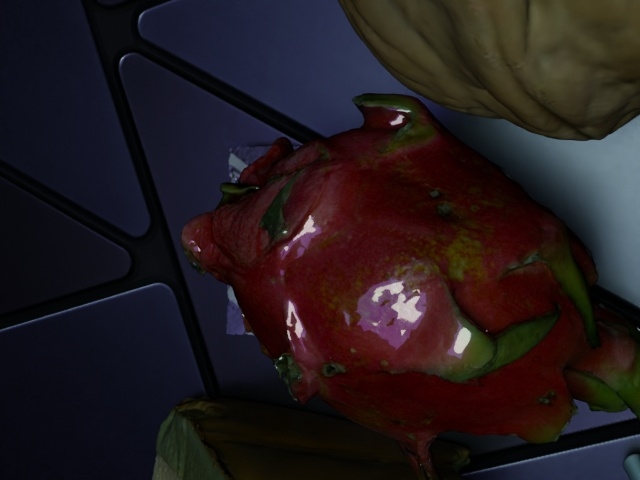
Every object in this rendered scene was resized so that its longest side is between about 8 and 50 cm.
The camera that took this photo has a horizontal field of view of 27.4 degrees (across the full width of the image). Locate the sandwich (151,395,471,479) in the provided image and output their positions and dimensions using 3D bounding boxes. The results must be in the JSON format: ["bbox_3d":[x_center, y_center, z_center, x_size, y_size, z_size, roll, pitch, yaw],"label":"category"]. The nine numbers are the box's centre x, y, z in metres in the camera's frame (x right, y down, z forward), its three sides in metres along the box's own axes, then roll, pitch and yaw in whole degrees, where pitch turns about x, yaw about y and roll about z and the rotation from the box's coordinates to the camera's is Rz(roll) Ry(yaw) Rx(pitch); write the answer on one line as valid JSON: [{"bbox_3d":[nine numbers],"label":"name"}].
[{"bbox_3d":[0.001,0.173,0.833,0.186,0.220,0.108,6,98,-21],"label":"sandwich"}]

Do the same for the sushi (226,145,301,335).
[{"bbox_3d":[0.000,0.000,0.849,0.120,0.026,0.126,2,91,15],"label":"sushi"}]

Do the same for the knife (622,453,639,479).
[{"bbox_3d":[0.226,0.229,0.808,0.015,0.028,0.210,-20,92,-13],"label":"knife"}]

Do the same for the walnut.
[{"bbox_3d":[0.128,-0.204,0.662,0.277,0.252,0.313,-5,108,7],"label":"walnut"}]

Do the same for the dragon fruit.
[{"bbox_3d":[0.062,0.036,0.750,0.200,0.269,0.198,14,80,42],"label":"dragon fruit"}]
